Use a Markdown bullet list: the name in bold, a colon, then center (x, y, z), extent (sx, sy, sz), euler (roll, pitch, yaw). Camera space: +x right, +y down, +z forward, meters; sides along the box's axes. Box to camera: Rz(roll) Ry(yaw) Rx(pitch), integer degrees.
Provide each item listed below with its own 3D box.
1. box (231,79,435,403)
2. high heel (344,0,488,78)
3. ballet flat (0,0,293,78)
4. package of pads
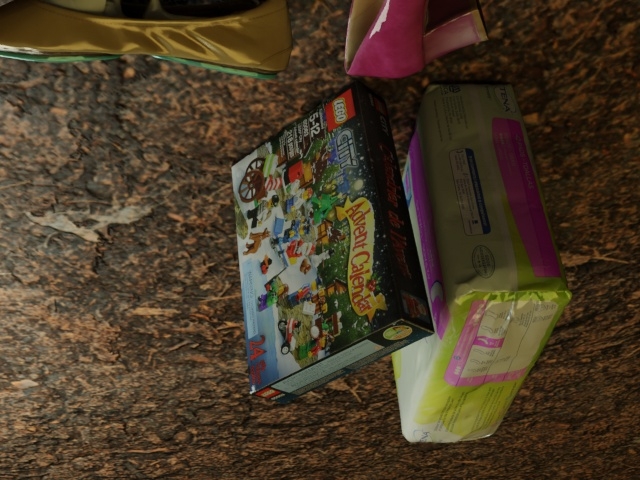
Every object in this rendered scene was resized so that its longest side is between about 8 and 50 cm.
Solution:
- **box**: center (0.000, 0.000, 0.737), extent (0.159, 0.233, 0.044), euler (-31, 141, 32)
- **high heel**: center (0.031, -0.202, 0.599), extent (0.117, 0.082, 0.244), euler (-15, 151, 18)
- **ballet flat**: center (-0.134, -0.168, 0.641), extent (0.232, 0.080, 0.073), euler (2, 117, -14)
- **package of pads**: center (0.130, 0.038, 0.813), extent (0.101, 0.229, 0.296), euler (-1, 145, -5)
